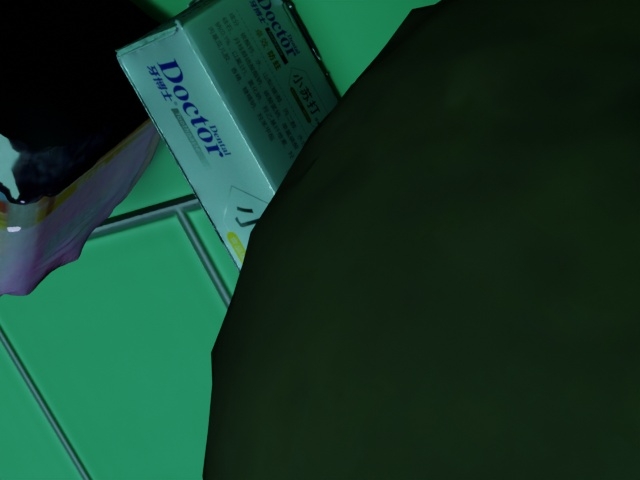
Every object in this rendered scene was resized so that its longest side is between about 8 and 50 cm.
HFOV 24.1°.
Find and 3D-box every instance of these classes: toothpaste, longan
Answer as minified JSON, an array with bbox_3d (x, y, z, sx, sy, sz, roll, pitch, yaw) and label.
[{"bbox_3d":[0.000,0.000,0.878,0.071,0.089,0.313,-13,111,47],"label":"toothpaste"},{"bbox_3d":[0.138,0.112,0.624,0.436,0.404,0.404,64,143,30],"label":"longan"}]

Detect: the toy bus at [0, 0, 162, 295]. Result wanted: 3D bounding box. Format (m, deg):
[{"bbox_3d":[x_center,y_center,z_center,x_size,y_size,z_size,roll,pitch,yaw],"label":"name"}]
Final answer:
[{"bbox_3d":[-0.281,-0.134,0.937,0.386,0.171,0.162,37,138,11],"label":"toy bus"}]
